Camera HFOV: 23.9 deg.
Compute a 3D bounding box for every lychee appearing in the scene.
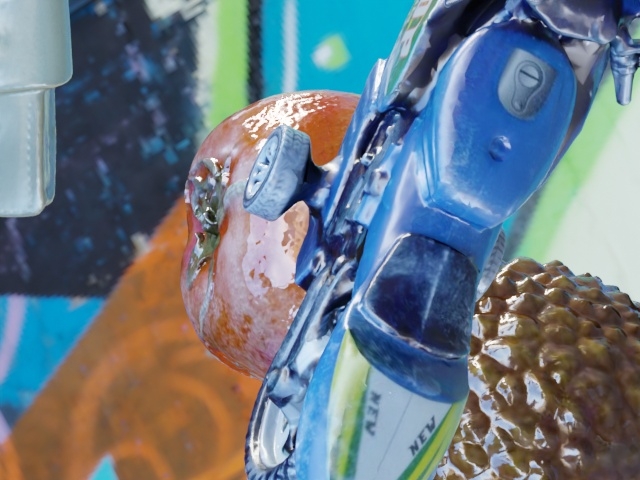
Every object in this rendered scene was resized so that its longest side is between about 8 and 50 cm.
[{"bbox_3d":[0.127,0.110,0.862,0.238,0.200,0.200,40,-159,-8],"label":"lychee"}]

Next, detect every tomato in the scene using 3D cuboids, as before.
[{"bbox_3d":[0.000,0.004,1.114,0.189,0.232,0.232,4,-132,-21],"label":"tomato"}]

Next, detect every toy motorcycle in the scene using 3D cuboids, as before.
[{"bbox_3d":[0.041,-0.023,0.494,0.092,0.254,0.135,26,168,-16],"label":"toy motorcycle"}]

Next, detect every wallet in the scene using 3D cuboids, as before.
[{"bbox_3d":[-0.354,-0.194,1.405,0.083,0.252,0.360,-52,-35,-74],"label":"wallet"}]
